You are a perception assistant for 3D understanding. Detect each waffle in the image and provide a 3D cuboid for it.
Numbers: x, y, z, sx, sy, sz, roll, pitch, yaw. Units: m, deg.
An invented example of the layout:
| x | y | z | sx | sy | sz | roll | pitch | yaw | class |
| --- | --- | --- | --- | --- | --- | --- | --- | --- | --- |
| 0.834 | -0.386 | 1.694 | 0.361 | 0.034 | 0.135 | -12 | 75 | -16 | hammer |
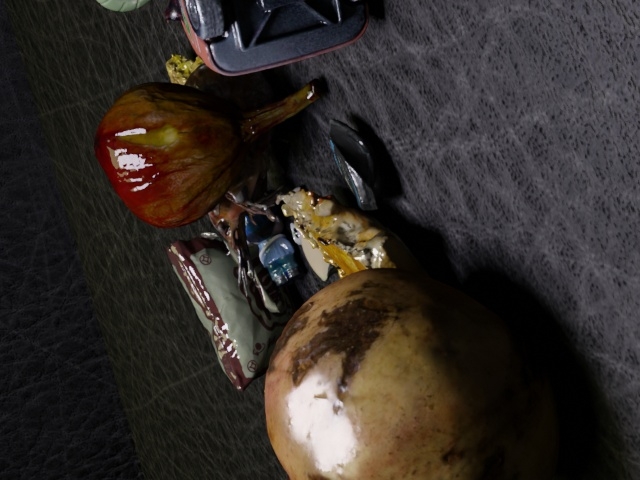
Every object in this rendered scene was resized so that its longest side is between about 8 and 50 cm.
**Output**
| x | y | z | sx | sy | sz | roll | pitch | yaw | class |
| --- | --- | --- | --- | --- | --- | --- | --- | --- | --- |
| -0.171 | -0.216 | 2.146 | 0.194 | 0.051 | 0.149 | 38 | 148 | 58 | waffle |

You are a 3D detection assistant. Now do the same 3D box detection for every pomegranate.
| x | y | z | sx | sy | sz | roll | pitch | yaw | class |
| --- | --- | --- | --- | --- | --- | --- | --- | --- | --- |
| 0.091 | 0.183 | 1.500 | 0.322 | 0.322 | 0.322 | 54 | 156 | 38 | pomegranate |

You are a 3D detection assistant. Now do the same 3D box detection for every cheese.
| x | y | z | sx | sy | sz | roll | pitch | yaw | class |
| --- | --- | --- | --- | --- | --- | --- | --- | --- | --- |
| 0.002 | 0.007 | 1.913 | 0.092 | 0.048 | 0.171 | 71 | 161 | 2 | cheese |

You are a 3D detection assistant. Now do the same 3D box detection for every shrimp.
| x | y | z | sx | sy | sz | roll | pitch | yaw | class |
| --- | --- | --- | --- | --- | --- | --- | --- | --- | --- |
| -0.106 | -0.084 | 1.983 | 0.116 | 0.145 | 0.343 | -122 | 23 | -66 | shrimp |

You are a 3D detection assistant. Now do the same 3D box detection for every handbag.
| x | y | z | sx | sy | sz | roll | pitch | yaw | class |
| --- | --- | --- | --- | --- | --- | --- | --- | --- | --- |
| -0.113 | 0.098 | 2.135 | 0.127 | 0.213 | 0.235 | -32 | 80 | 30 | handbag |

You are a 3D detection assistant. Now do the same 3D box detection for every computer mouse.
| x | y | z | sx | sy | sz | roll | pitch | yaw | class |
| --- | --- | --- | --- | --- | --- | --- | --- | --- | --- |
| 0.046 | -0.090 | 1.696 | 0.079 | 0.047 | 0.135 | 73 | 171 | -48 | computer mouse |

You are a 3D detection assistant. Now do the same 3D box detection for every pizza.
| x | y | z | sx | sy | sz | roll | pitch | yaw | class |
| --- | --- | --- | --- | --- | --- | --- | --- | --- | --- |
| 0.045 | 0.013 | 1.733 | 0.189 | 0.071 | 0.297 | 50 | 169 | -30 | pizza |

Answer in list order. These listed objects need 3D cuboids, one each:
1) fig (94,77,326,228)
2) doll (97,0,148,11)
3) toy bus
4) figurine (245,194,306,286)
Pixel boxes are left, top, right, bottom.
| x | y | z | sx | sy | sz | roll | pitch | yaw | class |
| --- | --- | --- | --- | --- | --- | --- | --- | --- | --- |
| -0.154 | -0.145 | 1.802 | 0.290 | 0.191 | 0.190 | -39 | 69 | 32 | fig |
| -0.314 | -0.454 | 2.005 | 0.216 | 0.284 | 0.268 | 53 | 127 | 46 | doll |
| -0.087 | -0.402 | 1.498 | 0.233 | 0.203 | 0.426 | -128 | 25 | -59 | toy bus |
| -0.078 | 0.000 | 2.088 | 0.077 | 0.079 | 0.136 | -33 | 69 | 28 | figurine |
